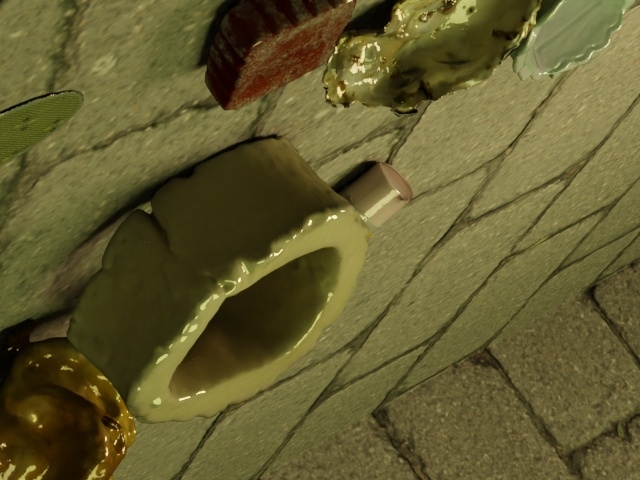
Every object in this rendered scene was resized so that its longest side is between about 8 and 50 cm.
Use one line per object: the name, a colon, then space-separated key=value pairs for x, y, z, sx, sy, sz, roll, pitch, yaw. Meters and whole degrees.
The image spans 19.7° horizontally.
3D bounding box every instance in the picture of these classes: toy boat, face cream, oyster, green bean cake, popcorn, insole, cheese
toy boat: x=0.285 y=-0.274 z=2.138 sx=0.199 sy=0.100 sz=0.290 roll=-35 pitch=165 yaw=0
face cream: x=0.000 y=0.000 z=2.432 sx=0.269 sy=0.073 sz=0.107 roll=-40 pitch=173 yaw=12
oyster: x=0.123 y=-0.233 z=1.966 sx=0.294 sy=0.094 sz=0.166 roll=-19 pitch=143 yaw=-20
green bean cake: x=-0.041 y=-0.192 z=1.738 sx=0.135 sy=0.056 sz=0.136 roll=-27 pitch=163 yaw=-26
popcorn: x=-0.349 y=0.271 z=2.153 sx=0.316 sy=0.281 sz=0.297 roll=-31 pitch=-171 yaw=40
insole: x=-0.341 y=-0.056 z=1.598 sx=0.322 sy=0.007 sz=0.109 roll=-29 pitch=164 yaw=-27
cheese: x=-0.115 y=0.048 z=2.068 sx=0.332 sy=0.153 sz=0.292 roll=-28 pitch=150 yaw=-38
